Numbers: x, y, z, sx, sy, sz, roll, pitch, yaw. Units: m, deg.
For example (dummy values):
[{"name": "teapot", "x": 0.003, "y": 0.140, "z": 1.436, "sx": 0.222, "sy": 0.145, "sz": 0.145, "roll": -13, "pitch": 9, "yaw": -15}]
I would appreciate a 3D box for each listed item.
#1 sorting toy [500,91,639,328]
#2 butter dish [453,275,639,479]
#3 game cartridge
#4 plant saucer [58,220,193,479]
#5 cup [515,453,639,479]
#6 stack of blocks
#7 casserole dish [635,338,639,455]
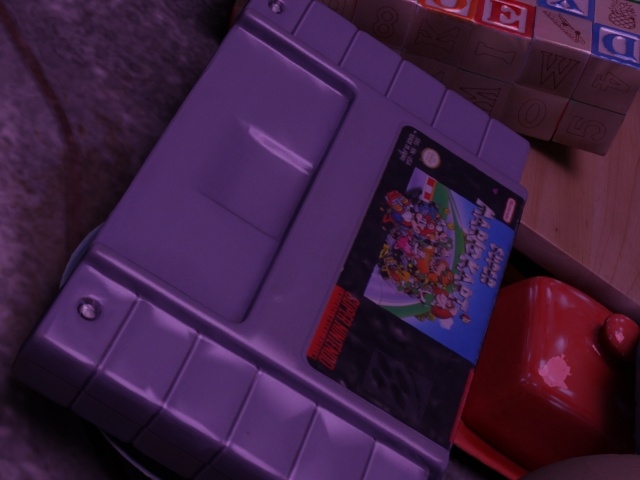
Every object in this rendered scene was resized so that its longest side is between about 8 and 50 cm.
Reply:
[{"name": "sorting toy", "x": 0.227, "y": -0.021, "z": 1.050, "sx": 0.255, "sy": 0.089, "sz": 0.257, "roll": 34, "pitch": 42, "yaw": -17}, {"name": "butter dish", "x": 0.175, "y": 0.091, "z": 0.891, "sx": 0.160, "sy": 0.118, "sz": 0.160, "roll": 33, "pitch": 41, "yaw": -17}, {"name": "game cartridge", "x": 0.000, "y": 0.000, "z": 0.766, "sx": 0.230, "sy": 0.068, "sz": 0.355, "roll": 29, "pitch": 46, "yaw": -5}, {"name": "plant saucer", "x": -0.072, "y": 0.072, "z": 0.748, "sx": 0.195, "sy": 0.037, "sz": 0.195, "roll": 23, "pitch": 46, "yaw": -26}, {"name": "cup", "x": 0.169, "y": 0.242, "z": 0.652, "sx": 0.331, "sy": 0.331, "sz": 0.237, "roll": 34, "pitch": 15, "yaw": -17}, {"name": "stack of blocks", "x": 0.094, "y": -0.187, "z": 0.978, "sx": 0.297, "sy": 0.087, "sz": 0.171, "roll": 16, "pitch": 45, "yaw": -1}, {"name": "casserole dish", "x": 0.243, "y": 0.094, "z": 0.871, "sx": 0.188, "sy": 0.037, "sz": 0.114, "roll": -23, "pitch": 112, "yaw": -66}]
